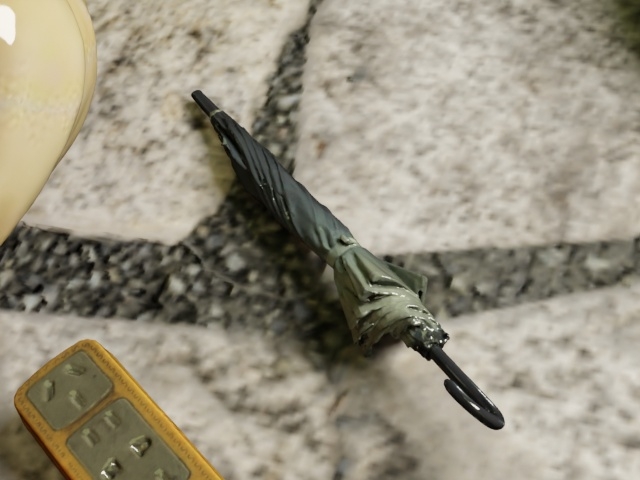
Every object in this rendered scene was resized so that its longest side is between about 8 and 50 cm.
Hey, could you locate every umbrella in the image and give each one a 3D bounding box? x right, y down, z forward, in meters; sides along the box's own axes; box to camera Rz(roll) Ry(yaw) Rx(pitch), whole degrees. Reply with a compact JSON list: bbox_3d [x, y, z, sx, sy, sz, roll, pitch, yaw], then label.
[{"bbox_3d":[0.004,0.002,0.530,0.044,0.044,0.269,-51,43,9],"label":"umbrella"}]

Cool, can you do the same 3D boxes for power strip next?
[{"bbox_3d":[-0.063,0.102,0.470,0.049,0.028,0.178,-39,54,-15],"label":"power strip"}]

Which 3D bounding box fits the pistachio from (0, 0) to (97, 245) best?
[{"bbox_3d":[-0.247,-0.074,0.538,0.321,0.229,0.237,0,87,26],"label":"pistachio"}]
